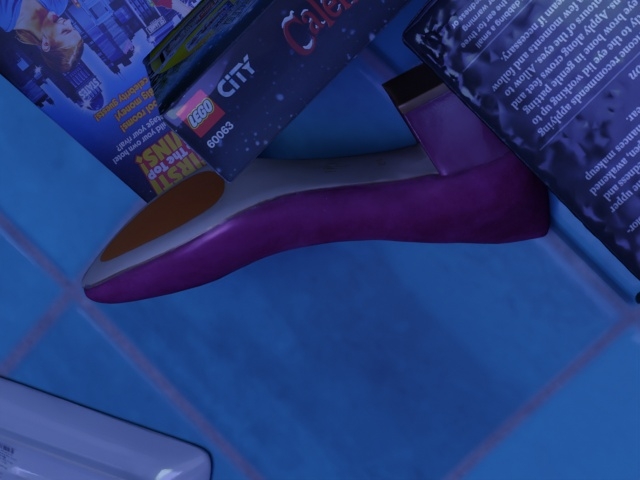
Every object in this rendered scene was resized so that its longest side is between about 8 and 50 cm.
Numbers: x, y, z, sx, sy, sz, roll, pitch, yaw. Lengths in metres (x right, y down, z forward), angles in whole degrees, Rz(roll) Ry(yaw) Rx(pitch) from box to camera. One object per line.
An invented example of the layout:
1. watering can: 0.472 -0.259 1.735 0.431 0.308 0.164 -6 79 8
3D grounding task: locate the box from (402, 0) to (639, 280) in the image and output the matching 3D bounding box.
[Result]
1. box: 0.162 -0.071 0.708 0.207 0.153 0.108 45 115 4

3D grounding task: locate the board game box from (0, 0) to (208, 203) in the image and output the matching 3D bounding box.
1. board game box: -0.080 -0.107 0.842 0.194 0.060 0.194 -33 97 21

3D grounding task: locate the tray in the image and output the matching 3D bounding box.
1. tray: -0.206 0.164 0.992 0.270 0.030 0.145 16 110 17

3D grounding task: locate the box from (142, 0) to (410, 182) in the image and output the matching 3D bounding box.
1. box: 0.016 -0.139 0.701 0.233 0.159 0.044 -45 108 5

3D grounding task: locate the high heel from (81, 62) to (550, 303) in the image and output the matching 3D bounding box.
1. high heel: 0.000 0.000 0.805 0.244 0.082 0.117 -29 117 1
